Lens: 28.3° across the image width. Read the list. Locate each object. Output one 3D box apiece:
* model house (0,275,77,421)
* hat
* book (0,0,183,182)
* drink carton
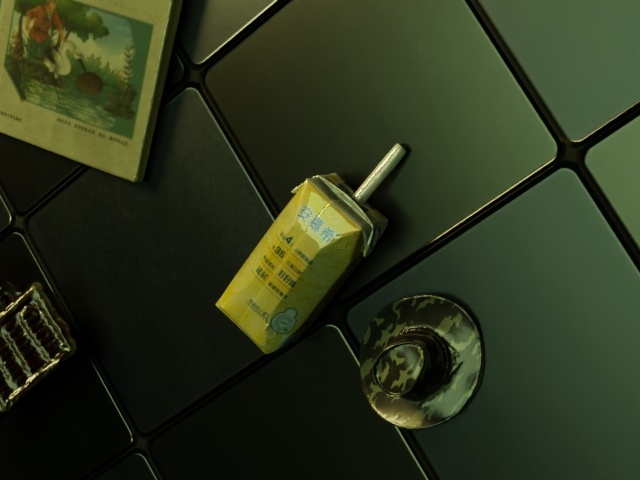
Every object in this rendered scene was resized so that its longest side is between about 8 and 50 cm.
[{"bbox_3d":[-0.313,0.094,1.213,0.152,0.106,0.165,-39,82,27],"label":"model house"},{"bbox_3d":[0.075,0.101,1.048,0.121,0.050,0.121,2,93,26],"label":"hat"},{"bbox_3d":[-0.220,-0.215,1.179,0.215,0.025,0.282,19,106,25],"label":"book"},{"bbox_3d":[0.000,0.000,1.063,0.084,0.074,0.200,43,114,16],"label":"drink carton"}]
